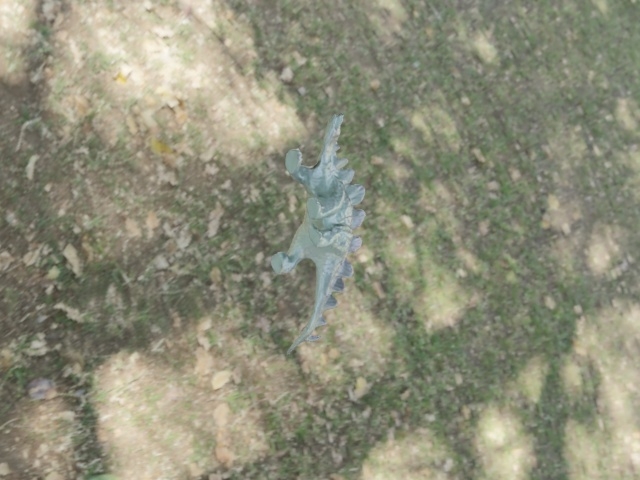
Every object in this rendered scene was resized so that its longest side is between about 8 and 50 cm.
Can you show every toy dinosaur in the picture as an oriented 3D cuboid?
[{"bbox_3d":[0.002,0.001,0.669,0.082,0.039,0.209,-21,128,-51],"label":"toy dinosaur"}]
